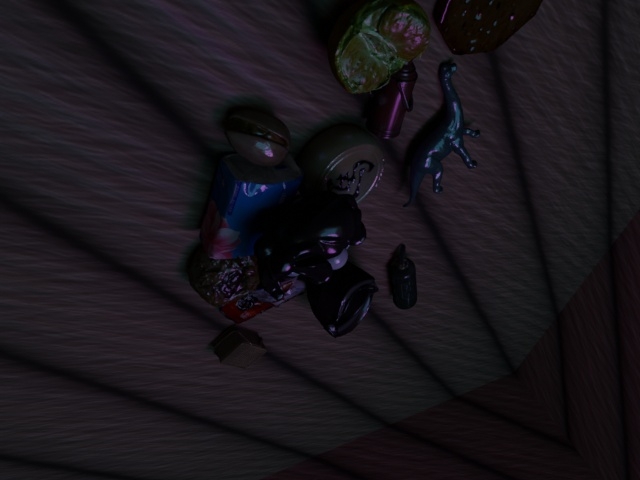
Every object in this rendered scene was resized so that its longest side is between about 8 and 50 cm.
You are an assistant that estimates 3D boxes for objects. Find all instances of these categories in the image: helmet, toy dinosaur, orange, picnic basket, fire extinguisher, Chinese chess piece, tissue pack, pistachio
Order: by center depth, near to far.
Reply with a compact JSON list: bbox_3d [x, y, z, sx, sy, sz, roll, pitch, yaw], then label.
[{"bbox_3d":[0.116,-0.445,1.476,0.237,0.158,0.179,-41,141,16],"label":"orange"},{"bbox_3d":[-0.142,-0.237,1.560,0.185,0.124,0.124,25,115,-38],"label":"pistachio"},{"bbox_3d":[-0.174,-0.086,1.693,0.209,0.137,0.269,-10,139,-37],"label":"tissue pack"},{"bbox_3d":[0.053,-0.187,1.791,0.250,0.101,0.250,-25,142,-21],"label":"Chinese chess piece"},{"bbox_3d":[0.302,-0.289,1.920,0.383,0.129,0.331,-42,136,13],"label":"toy dinosaur"},{"bbox_3d":[0.055,0.180,2.195,0.225,0.177,0.305,-47,161,-20],"label":"helmet"},{"bbox_3d":[-0.267,0.354,2.221,0.115,0.079,0.164,-43,147,11],"label":"picnic basket"},{"bbox_3d":[0.304,0.136,2.449,0.311,0.096,0.114,73,31,-57],"label":"fire extinguisher"}]

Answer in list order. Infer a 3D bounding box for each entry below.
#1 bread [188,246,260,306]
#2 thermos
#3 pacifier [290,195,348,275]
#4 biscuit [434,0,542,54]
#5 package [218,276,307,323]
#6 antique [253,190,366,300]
[{"bbox_3d":[-0.254,0.087,1.859,0.230,0.123,0.230,-24,148,-16],"label":"bread"},{"bbox_3d":[0.181,-0.377,1.687,0.124,0.098,0.232,13,134,-1],"label":"thermos"},{"bbox_3d":[0.000,0.000,1.887,0.287,0.226,0.238,-18,124,-28],"label":"pacifier"},{"bbox_3d":[0.433,-0.612,1.650,0.359,0.046,0.359,-24,145,-18],"label":"biscuit"},{"bbox_3d":[-0.174,0.177,2.103,0.270,0.071,0.194,-23,145,4],"label":"package"},{"bbox_3d":[-0.033,0.002,1.680,0.322,0.185,0.255,-43,167,-7],"label":"antique"}]
